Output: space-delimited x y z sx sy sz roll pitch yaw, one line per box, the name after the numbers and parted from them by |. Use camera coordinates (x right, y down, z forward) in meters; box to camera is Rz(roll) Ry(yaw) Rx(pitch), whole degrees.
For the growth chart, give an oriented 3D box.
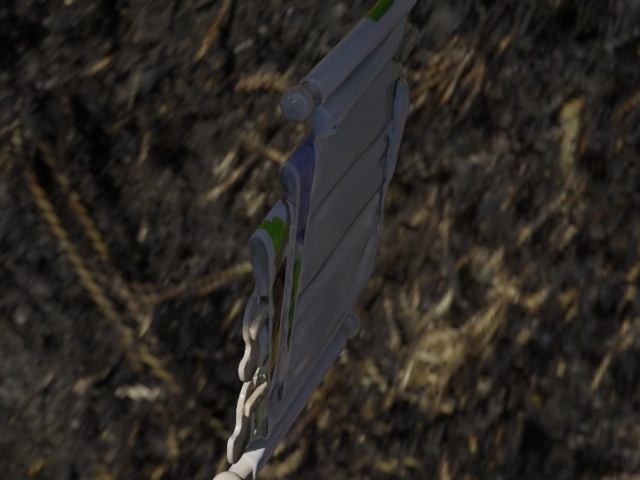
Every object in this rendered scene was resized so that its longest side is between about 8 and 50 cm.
0.000 0.000 0.947 0.021 0.172 0.237 21 124 16 | growth chart
